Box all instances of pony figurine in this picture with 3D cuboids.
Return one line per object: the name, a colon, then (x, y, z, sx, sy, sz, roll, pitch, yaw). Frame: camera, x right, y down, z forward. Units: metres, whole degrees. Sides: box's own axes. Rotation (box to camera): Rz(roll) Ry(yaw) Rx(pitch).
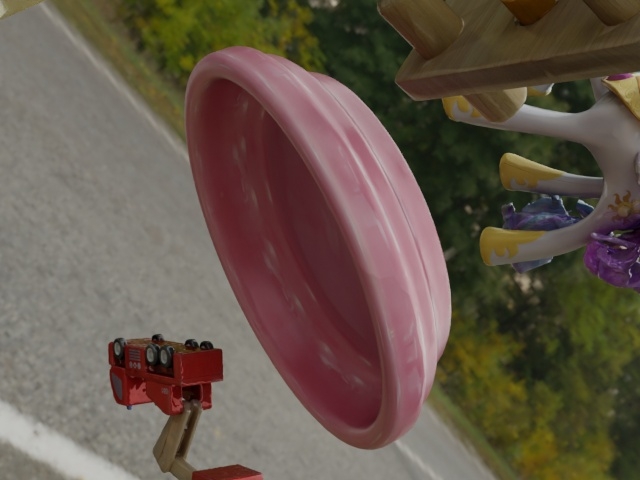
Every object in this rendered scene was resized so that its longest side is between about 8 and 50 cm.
pony figurine: (0.335, -0.054, 1.213, 0.303, 0.363, 0.351, -34, 114, -46)

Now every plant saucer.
plant saucer: (0.000, 0.000, 0.915, 0.332, 0.084, 0.332, 52, -25, 36)

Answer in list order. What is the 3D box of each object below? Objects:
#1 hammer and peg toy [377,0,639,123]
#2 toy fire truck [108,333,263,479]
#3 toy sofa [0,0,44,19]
hammer and peg toy: (0.208, -0.241, 0.752, 0.127, 0.361, 0.266, 40, -17, -23)
toy fire truck: (-0.123, 0.155, 1.006, 0.192, 0.047, 0.135, 0, -88, 53)
toy sofa: (-0.248, -0.346, 1.171, 0.177, 0.362, 0.150, 47, -23, 44)
